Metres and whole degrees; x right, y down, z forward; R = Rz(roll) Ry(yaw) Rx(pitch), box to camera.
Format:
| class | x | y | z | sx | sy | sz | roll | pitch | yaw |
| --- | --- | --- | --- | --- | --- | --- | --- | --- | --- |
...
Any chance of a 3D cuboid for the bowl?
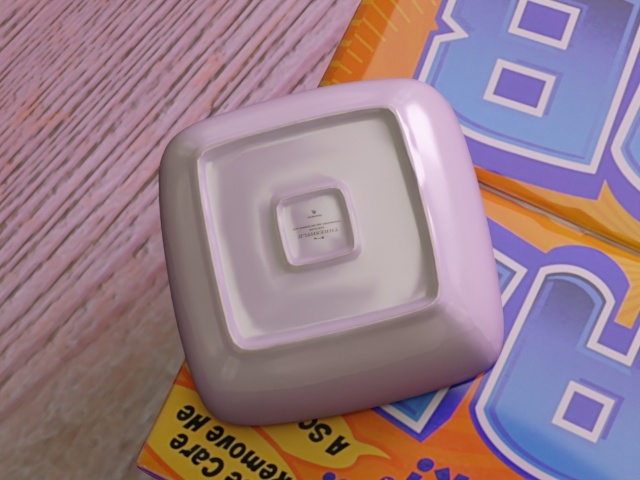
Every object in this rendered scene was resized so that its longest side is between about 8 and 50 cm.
| class | x | y | z | sx | sy | sz | roll | pitch | yaw |
| --- | --- | --- | --- | --- | --- | --- | --- | --- | --- |
| bowl | 0.000 | 0.000 | 0.652 | 0.142 | 0.053 | 0.142 | -13 | 76 | 5 |

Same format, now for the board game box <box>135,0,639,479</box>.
| class | x | y | z | sx | sy | sz | roll | pitch | yaw |
| --- | --- | --- | --- | --- | --- | --- | --- | --- | --- |
| board game box | 0.167 | 0.051 | 0.834 | 0.356 | 0.356 | 0.356 | 25 | 80 | 11 |
